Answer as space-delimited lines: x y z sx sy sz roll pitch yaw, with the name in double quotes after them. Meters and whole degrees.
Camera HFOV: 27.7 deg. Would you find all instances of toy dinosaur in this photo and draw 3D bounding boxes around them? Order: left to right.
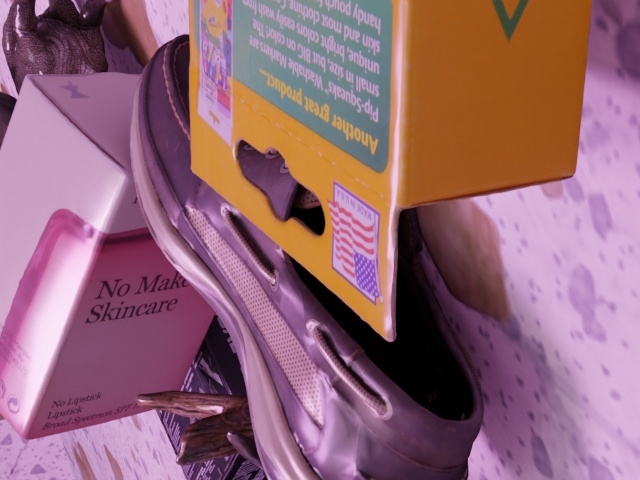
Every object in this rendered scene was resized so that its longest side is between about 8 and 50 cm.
-0.247 -0.169 1.192 0.313 0.121 0.160 38 128 49 "toy dinosaur"

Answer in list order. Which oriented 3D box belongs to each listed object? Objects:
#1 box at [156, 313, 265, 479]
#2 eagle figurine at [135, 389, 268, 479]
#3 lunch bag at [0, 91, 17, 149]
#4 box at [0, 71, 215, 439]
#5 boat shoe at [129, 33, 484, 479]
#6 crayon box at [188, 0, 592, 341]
-0.105 0.088 1.149 0.242 0.076 0.307 63 159 17 "box"
0.013 0.241 0.852 0.226 0.225 0.298 5 105 57 "eagle figurine"
-0.309 -0.002 1.274 0.287 0.169 0.235 61 -160 -77 "lunch bag"
-0.154 0.009 0.940 0.127 0.149 0.232 43 122 30 "box"
0.000 0.000 0.758 0.130 0.132 0.355 -52 55 38 "boat shoe"
0.017 -0.152 0.502 0.203 0.083 0.323 39 134 54 "crayon box"
